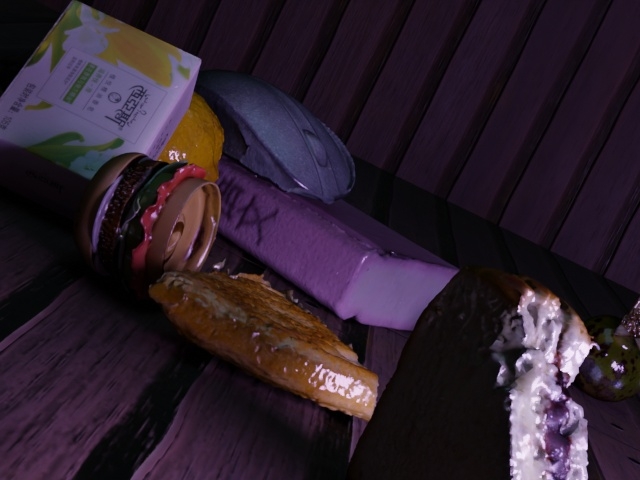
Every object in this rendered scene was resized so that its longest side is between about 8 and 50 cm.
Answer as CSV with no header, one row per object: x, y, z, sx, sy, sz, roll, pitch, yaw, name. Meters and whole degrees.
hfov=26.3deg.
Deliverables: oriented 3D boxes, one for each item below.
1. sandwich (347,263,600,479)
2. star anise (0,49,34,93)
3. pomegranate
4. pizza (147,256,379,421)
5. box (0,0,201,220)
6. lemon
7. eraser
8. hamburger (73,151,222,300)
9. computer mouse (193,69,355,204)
0.159,0.175,1.157,0.099,0.254,0.288,26,10,-35,sandwich
-0.397,-0.208,2.163,0.315,0.108,0.315,33,11,-7,star anise
0.474,0.182,2.181,0.148,0.148,0.169,22,-28,-22,pomegranate
-0.053,0.104,1.528,0.280,0.075,0.287,30,8,-3,pizza
-0.296,-0.161,1.761,0.194,0.111,0.260,25,52,0,box
-0.244,-0.141,1.947,0.231,0.192,0.192,25,9,15,lemon
0.000,0.000,2.064,0.359,0.122,0.272,34,10,34,eraser
-0.202,-0.023,1.540,0.137,0.175,0.175,21,9,12,hamburger
-0.091,-0.176,2.060,0.374,0.114,0.203,34,15,35,computer mouse
